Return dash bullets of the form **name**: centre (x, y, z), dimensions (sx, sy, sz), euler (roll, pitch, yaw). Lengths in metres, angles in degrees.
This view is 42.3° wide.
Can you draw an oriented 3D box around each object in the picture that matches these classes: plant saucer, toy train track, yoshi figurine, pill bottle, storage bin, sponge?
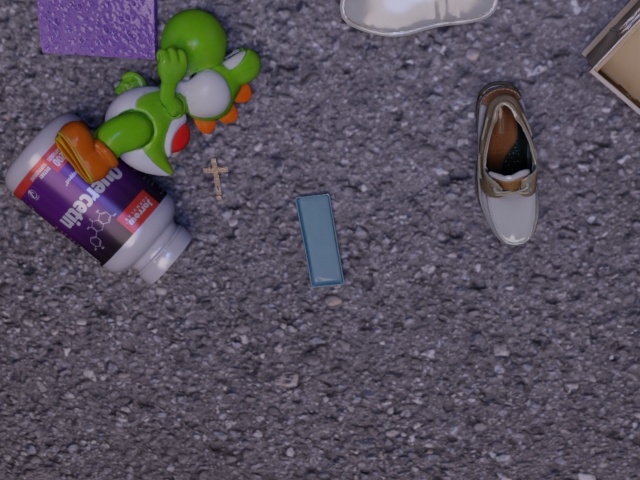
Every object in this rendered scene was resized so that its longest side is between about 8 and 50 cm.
- **plant saucer**: centre (0.000, 0.000, 1.587), dimensions (0.067, 0.018, 0.192), euler (-6, 114, 9)
- **toy train track**: centre (-0.196, -0.114, 1.559), dimensions (0.048, 0.014, 0.083), euler (-2, 115, 8)
- **yoshi figurine**: centre (-0.277, -0.257, 1.377), dimensions (0.362, 0.203, 0.203), euler (-35, 153, -16)
- **pill bottle**: centre (-0.395, -0.068, 1.511), dimensions (0.323, 0.181, 0.181), euler (41, 112, -12)
- **storage bin**: centre (0.609, -0.300, 1.322), dimensions (0.262, 0.123, 0.260), euler (37, 113, -10)
- **sponge**: centre (-0.389, -0.383, 1.449), dimensions (0.210, 0.031, 0.117), euler (4, 116, 4)

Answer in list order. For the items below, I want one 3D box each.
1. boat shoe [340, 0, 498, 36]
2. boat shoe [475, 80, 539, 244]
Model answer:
- **boat shoe**: centre (0.160, -0.392, 1.356), dimensions (0.254, 0.079, 0.095), euler (-8, 111, 7)
- **boat shoe**: centre (0.323, -0.119, 1.447), dimensions (0.113, 0.103, 0.302), euler (-11, 113, 12)
